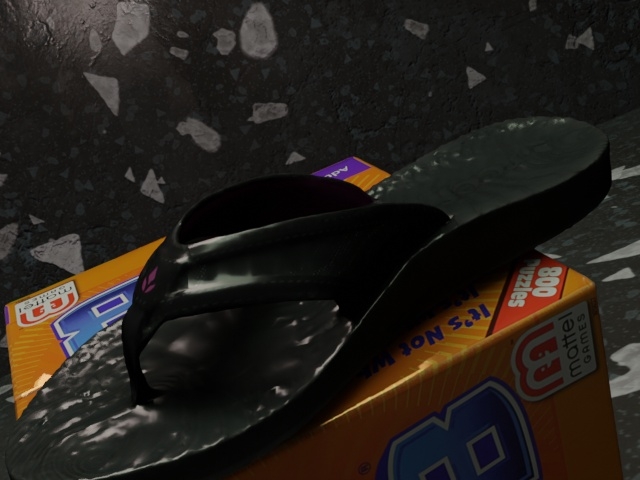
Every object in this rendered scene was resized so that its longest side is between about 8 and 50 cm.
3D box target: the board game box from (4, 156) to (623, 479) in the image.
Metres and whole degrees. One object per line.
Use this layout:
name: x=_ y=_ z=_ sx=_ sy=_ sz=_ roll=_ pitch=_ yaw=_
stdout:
board game box: x=-0.008 y=0.192 z=0.668 sx=0.356 sy=0.357 sz=0.356 roll=-25 pitch=26 yaw=-15

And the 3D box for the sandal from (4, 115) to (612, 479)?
sandal: x=0.000 y=-0.001 z=0.508 sx=0.445 sy=0.107 sz=0.167 roll=-31 pitch=29 yaw=-26
